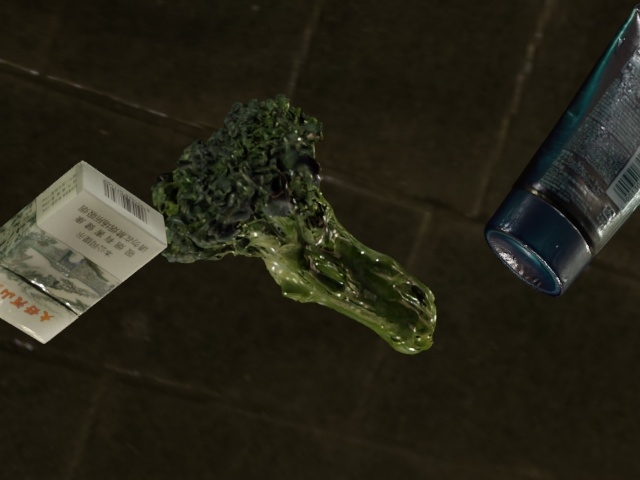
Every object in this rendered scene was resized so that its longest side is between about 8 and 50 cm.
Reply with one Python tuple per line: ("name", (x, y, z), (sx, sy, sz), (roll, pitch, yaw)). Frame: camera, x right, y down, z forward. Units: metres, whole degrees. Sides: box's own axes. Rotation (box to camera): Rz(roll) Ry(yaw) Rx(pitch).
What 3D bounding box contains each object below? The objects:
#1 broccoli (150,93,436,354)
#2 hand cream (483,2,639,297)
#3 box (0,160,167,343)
("broccoli", (-0.001, 0.006, 1.531), (0.165, 0.145, 0.304), (-48, 127, 6))
("hand cream", (0.243, -0.075, 1.513), (0.120, 0.061, 0.270), (43, 67, -6))
("box", (-0.118, 0.006, 0.819), (0.083, 0.024, 0.054), (-37, 131, 22))
